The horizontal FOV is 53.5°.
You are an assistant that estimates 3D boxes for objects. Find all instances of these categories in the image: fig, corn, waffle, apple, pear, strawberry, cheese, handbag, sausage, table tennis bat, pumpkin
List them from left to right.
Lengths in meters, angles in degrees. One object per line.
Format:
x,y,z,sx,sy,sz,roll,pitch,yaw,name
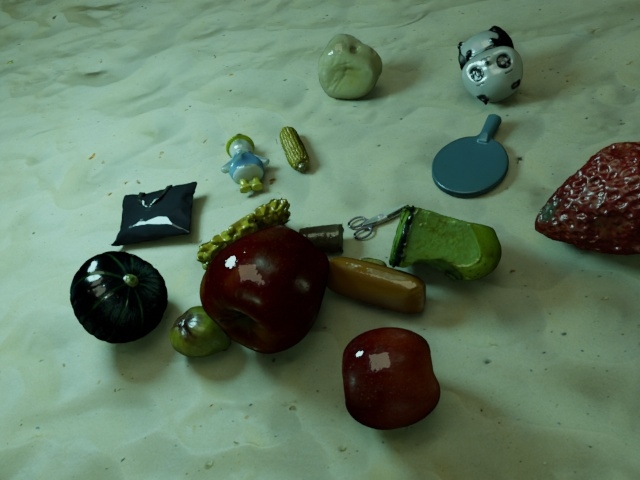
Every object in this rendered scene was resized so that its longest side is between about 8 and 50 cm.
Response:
-0.534,0.161,1.655,0.248,0.248,0.247,-7,48,8,pumpkin
-0.499,-0.084,1.927,0.255,0.088,0.210,-9,50,12,handbag
-0.300,0.228,1.578,0.153,0.120,0.135,17,60,26,fig
-0.196,-0.014,1.700,0.293,0.260,0.069,-34,84,-11,waffle
-0.126,0.115,1.526,0.288,0.288,0.317,10,34,22,apple
-0.084,-0.292,2.014,0.068,0.068,0.207,-19,49,-3,corn
0.088,-0.578,2.130,0.235,0.218,0.117,-13,38,34,cheese
0.133,0.109,1.584,0.275,0.105,0.105,14,55,26,sausage
0.145,0.291,1.349,0.202,0.218,0.218,-12,48,6,apple
0.310,0.014,1.587,0.256,0.238,0.163,14,93,-1,pear
0.453,-0.249,1.859,0.215,0.044,0.329,17,58,28,table tennis bat
0.695,-0.101,1.500,0.310,0.291,0.291,19,57,26,strawberry

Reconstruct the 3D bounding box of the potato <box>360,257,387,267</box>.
0.135,0.070,1.660,0.083,0.040,0.051,15,55,27,potato

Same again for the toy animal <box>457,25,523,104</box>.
0.540,-0.546,2.009,0.187,0.165,0.235,-23,43,24,toy animal

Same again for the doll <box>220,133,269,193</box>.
-0.240,-0.252,2.000,0.135,0.099,0.241,-34,45,15,doll

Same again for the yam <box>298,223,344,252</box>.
0.000,-0.003,1.734,0.127,0.084,0.084,-3,49,8,yam

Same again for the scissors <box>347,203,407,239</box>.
0.165,-0.061,1.779,0.176,0.022,0.085,-24,47,-4,scissors
